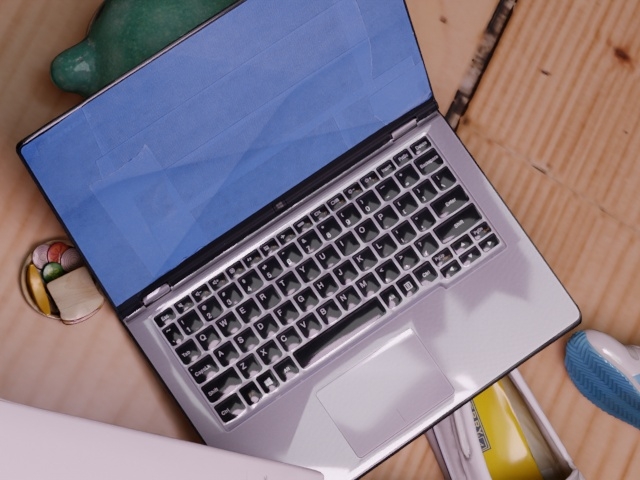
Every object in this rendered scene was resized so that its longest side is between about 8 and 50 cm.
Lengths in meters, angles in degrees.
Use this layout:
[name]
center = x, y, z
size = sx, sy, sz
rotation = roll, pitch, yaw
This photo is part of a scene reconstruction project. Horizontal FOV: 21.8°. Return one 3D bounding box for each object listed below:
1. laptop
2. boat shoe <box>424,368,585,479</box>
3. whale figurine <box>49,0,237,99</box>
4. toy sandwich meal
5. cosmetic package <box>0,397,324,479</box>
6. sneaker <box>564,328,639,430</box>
[laptop]
center = 0.000, 0.000, 1.528
size = 0.382, 0.236, 0.408
rotation = -34, 85, -8
[boat shoe]
center = 0.224, 0.265, 1.687
size = 0.135, 0.156, 0.367
rotation = -24, 94, -22
[whale figurine]
center = -0.152, -0.125, 1.576
size = 0.216, 0.141, 0.272
rotation = 25, 78, -19
[toy sandwich meal]
center = -0.244, 0.040, 1.582
size = 0.085, 0.029, 0.086
rotation = 2, 84, -22
[cosmetic package]
center = -0.180, 0.253, 1.352
size = 0.365, 0.155, 0.197
rotation = 21, 69, -40
[sneaker]
center = 0.357, 0.149, 1.799
size = 0.228, 0.087, 0.092
rotation = 33, 67, -24
